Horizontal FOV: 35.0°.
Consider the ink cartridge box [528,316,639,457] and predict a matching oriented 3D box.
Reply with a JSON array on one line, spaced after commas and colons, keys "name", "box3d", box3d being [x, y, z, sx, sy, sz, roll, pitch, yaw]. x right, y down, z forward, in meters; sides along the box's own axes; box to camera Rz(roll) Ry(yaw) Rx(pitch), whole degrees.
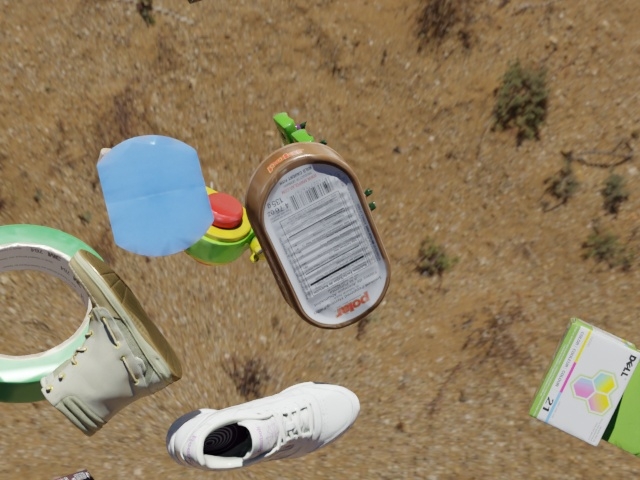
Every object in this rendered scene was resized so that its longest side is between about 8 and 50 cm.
[{"name": "ink cartridge box", "box3d": [0.526, 0.276, 1.802, 0.255, 0.097, 0.188, 25, 96, 10]}]

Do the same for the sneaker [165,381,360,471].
[{"name": "sneaker", "box3d": [-0.070, 0.292, 1.525, 0.305, 0.152, 0.114, -12, 92, -21]}]

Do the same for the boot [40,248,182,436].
[{"name": "boot", "box3d": [-0.304, 0.135, 1.323, 0.165, 0.077, 0.213, -34, 96, 6]}]

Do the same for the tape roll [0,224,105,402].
[{"name": "tape roll", "box3d": [-0.511, 0.121, 1.735, 0.321, 0.077, 0.321, 8, 52, -10]}]

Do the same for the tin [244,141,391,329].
[{"name": "tin", "box3d": [0.000, 0.000, 0.933, 0.106, 0.040, 0.189, -27, 121, -5]}]

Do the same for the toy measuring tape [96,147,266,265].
[{"name": "toy measuring tape", "box3d": [-0.226, -0.044, 1.620, 0.330, 0.121, 0.121, 26, 77, 2]}]

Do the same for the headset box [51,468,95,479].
[{"name": "headset box", "box3d": [-0.393, 0.394, 1.556, 0.083, 0.062, 0.032, -11, 37, -41]}]

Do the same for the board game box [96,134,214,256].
[{"name": "board game box", "box3d": [-0.219, -0.056, 1.346, 0.133, 0.033, 0.168, -13, 77, -16]}]

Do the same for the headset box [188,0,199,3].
[{"name": "headset box", "box3d": [-0.147, -0.535, 1.588, 0.283, 0.131, 0.246, -25, 82, -27]}]

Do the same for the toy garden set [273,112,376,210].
[{"name": "toy garden set", "box3d": [0.029, -0.073, 1.542, 0.049, 0.203, 0.244, -31, 40, -11]}]
